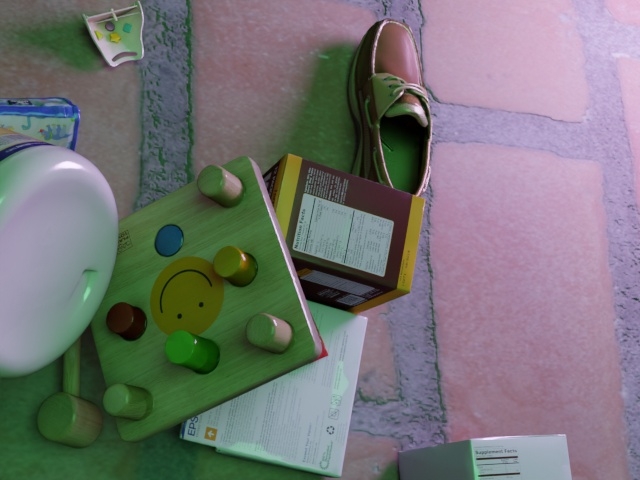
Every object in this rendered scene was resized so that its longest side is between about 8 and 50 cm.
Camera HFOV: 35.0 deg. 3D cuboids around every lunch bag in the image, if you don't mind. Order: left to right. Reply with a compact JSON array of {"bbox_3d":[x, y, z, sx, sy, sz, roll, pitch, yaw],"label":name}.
[{"bbox_3d":[-0.366,-0.127,1.230,0.128,0.151,0.096,-4,76,-23],"label":"lunch bag"}]

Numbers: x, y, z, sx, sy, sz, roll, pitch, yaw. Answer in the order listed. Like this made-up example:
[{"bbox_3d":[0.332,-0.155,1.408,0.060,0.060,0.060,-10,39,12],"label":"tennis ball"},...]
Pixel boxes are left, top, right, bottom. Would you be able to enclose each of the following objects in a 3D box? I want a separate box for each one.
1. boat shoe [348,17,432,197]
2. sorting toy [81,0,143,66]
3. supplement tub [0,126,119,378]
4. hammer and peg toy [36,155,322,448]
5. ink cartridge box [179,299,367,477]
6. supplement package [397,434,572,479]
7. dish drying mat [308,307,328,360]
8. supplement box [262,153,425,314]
[{"bbox_3d":[0.115,-0.174,1.466,0.122,0.120,0.324,8,71,-21],"label":"boat shoe"},{"bbox_3d":[-0.277,-0.276,1.378,0.083,0.045,0.075,-21,90,-27],"label":"sorting toy"},{"bbox_3d":[-0.407,-0.018,1.062,0.331,0.241,0.241,18,62,24],"label":"supplement tub"},{"bbox_3d":[-0.196,0.082,1.154,0.361,0.127,0.266,-26,67,15],"label":"hammer and peg toy"},{"bbox_3d":[-0.061,0.178,1.323,0.224,0.045,0.223,18,69,-18],"label":"ink cartridge box"},{"bbox_3d":[0.214,0.362,1.301,0.149,0.194,0.203,3,74,-24],"label":"supplement package"},{"bbox_3d":[-0.018,0.117,1.327,0.032,0.008,0.083,-20,84,-25],"label":"dish drying mat"},{"bbox_3d":[0.000,0.000,1.322,0.194,0.191,0.129,17,71,-18],"label":"supplement box"}]
